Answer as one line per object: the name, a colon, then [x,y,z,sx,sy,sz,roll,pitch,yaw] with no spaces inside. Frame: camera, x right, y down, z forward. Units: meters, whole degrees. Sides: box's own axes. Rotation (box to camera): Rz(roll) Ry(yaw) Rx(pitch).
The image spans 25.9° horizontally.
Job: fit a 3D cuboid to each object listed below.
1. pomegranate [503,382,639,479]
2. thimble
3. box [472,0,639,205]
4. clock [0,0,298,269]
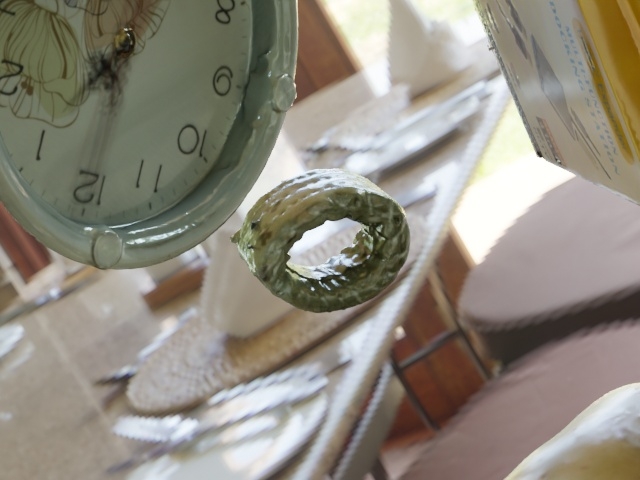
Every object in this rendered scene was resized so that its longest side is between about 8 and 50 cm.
pomegranate: [0.219,0.224,0.760,0.342,0.342,0.342,-29,12,7]
thimble: [0.000,0.000,0.911,0.110,0.084,0.062,-10,21,-18]
box: [0.136,-0.091,0.743,0.033,0.129,0.247,-25,12,-2]
clock: [-0.103,-0.105,0.727,0.053,0.236,0.236,13,40,38]
